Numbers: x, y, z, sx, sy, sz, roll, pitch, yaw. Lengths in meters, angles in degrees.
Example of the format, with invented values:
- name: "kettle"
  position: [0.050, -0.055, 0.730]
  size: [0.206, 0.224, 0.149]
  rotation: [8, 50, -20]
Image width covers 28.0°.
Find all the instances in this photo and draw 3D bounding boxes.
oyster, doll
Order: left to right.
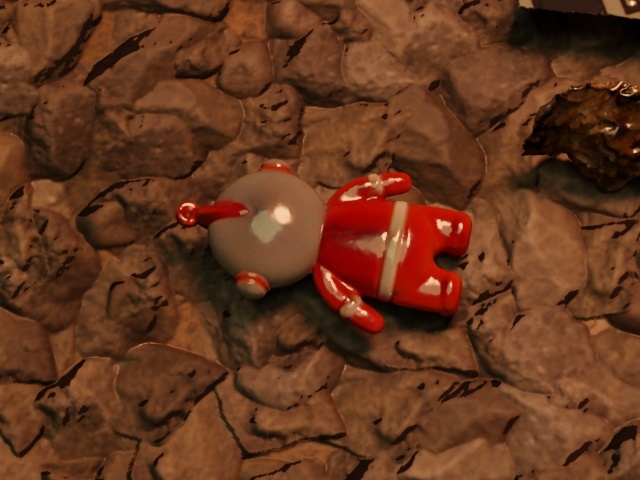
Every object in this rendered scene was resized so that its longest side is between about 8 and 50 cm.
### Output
- name: "doll"
  position: [0.000, 0.000, 1.064]
  size: [0.245, 0.076, 0.142]
  rotation: [8, 68, 5]
- name: "oyster"
  position: [0.255, -0.087, 1.064]
  size: [0.177, 0.105, 0.056]
  rotation: [3, 53, -17]

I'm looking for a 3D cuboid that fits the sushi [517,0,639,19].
- name: "sushi"
  position: [0.346, -0.298, 1.160]
  size: [0.294, 0.059, 0.292]
  rotation: [11, 69, 9]
